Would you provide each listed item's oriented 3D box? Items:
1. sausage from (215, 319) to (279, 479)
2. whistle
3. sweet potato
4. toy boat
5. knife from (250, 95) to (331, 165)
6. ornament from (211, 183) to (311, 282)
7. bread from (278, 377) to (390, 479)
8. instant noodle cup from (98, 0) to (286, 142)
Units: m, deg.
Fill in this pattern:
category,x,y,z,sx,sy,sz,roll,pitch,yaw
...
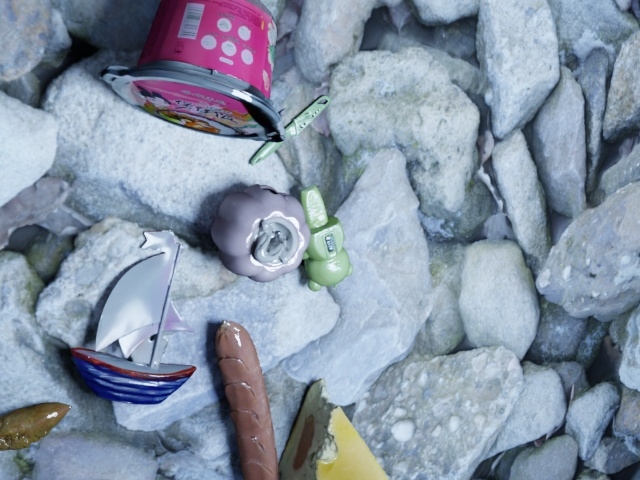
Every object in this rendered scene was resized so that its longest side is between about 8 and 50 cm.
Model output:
category,x,y,z,sx,sy,sz,roll,pitch,yaw
sausage,-0.142,0.344,1.251,0.088,0.088,0.433,-17,112,-24
whistle,0.000,0.000,1.232,0.105,0.085,0.227,-25,115,-21
sweet potato,-0.523,0.322,1.053,0.206,0.060,0.068,-15,76,-14
toy boat,-0.330,0.149,1.107,0.219,0.072,0.318,-12,105,-29
knife,-0.055,-0.208,1.188,0.207,0.014,0.030,-44,117,-12
ornament,-0.104,-0.011,1.127,0.178,0.177,0.177,-8,107,-27
bread,-0.015,0.446,1.294,0.211,0.183,0.224,-32,114,-11
instant noodle cup,-0.172,-0.287,0.985,0.302,0.258,0.181,18,80,-43
